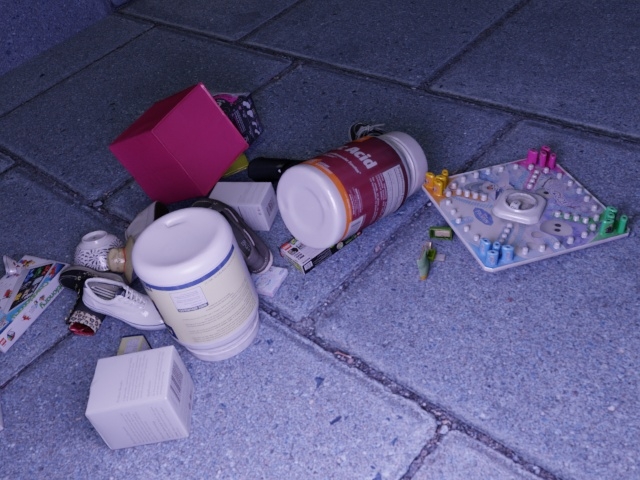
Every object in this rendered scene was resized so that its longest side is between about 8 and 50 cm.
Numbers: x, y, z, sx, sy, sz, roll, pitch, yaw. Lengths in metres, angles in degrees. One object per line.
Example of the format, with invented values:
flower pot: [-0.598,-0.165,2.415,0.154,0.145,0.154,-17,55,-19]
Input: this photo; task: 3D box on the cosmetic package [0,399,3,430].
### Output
cosmetic package: [-0.885,0.340,1.646,0.138,0.224,0.224,-24,41,-9]

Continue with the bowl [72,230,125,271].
bowl: [-0.649,0.022,2.003,0.170,0.080,0.170,-8,27,4]

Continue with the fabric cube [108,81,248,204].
fabric cube: [-0.433,-0.288,2.116,0.258,0.259,0.254,-8,37,45]

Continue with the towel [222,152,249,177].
towel: [-0.312,-0.289,2.320,0.102,0.021,0.237,-25,41,-4]

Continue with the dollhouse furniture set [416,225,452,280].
dollhouse furniture set: [0.288,0.031,1.719,0.059,0.076,0.151,6,45,21]

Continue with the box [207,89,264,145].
box: [-0.346,-0.406,2.316,0.248,0.163,0.142,11,49,31]

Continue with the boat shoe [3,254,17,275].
boat shoe: [-0.917,0.072,2.029,0.035,0.035,0.100,-7,27,-28]

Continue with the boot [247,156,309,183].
boot: [-0.129,-0.198,2.054,0.207,0.094,0.246,2,14,20]

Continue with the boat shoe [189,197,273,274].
boat shoe: [-0.259,-0.029,1.861,0.335,0.095,0.112,38,92,31]

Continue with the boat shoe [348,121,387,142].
boat shoe: [0.161,-0.305,2.113,0.113,0.104,0.306,-19,41,-3]

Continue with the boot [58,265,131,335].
boot: [-0.656,0.163,1.876,0.237,0.085,0.178,6,48,23]

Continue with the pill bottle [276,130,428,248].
pill bottle: [0.096,-0.148,1.817,0.224,0.223,0.392,24,38,37]

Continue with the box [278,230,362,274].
box: [0.000,0.000,1.877,0.207,0.036,0.114,-35,44,-20]

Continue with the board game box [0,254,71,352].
board game box: [-0.871,0.172,1.959,0.193,0.053,0.305,9,47,28]

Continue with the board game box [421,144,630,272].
board game box: [0.514,-0.099,1.763,0.390,0.050,0.389,-14,39,-11]

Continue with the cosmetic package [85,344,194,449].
cosmetic package: [-0.396,0.350,1.528,0.184,0.151,0.151,-11,40,6]

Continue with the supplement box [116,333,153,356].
supplement box: [-0.450,0.286,1.669,0.056,0.083,0.083,-8,41,10]

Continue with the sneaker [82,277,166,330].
sneaker: [-0.494,0.163,1.770,0.258,0.091,0.094,13,55,1]

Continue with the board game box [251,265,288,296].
board game box: [-0.144,0.105,1.820,0.090,0.020,0.090,9,47,29]

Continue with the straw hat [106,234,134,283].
straw hat: [-0.562,0.055,1.911,0.061,0.144,0.144,3,34,-24]

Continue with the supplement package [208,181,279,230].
supplement package: [-0.228,-0.101,2.013,0.180,0.105,0.105,2,46,20]

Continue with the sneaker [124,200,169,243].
sneaker: [-0.514,0.015,2.003,0.123,0.106,0.290,-26,36,20]

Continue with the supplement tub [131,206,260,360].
supplement tub: [-0.282,0.109,1.627,0.236,0.324,0.235,-9,41,8]
